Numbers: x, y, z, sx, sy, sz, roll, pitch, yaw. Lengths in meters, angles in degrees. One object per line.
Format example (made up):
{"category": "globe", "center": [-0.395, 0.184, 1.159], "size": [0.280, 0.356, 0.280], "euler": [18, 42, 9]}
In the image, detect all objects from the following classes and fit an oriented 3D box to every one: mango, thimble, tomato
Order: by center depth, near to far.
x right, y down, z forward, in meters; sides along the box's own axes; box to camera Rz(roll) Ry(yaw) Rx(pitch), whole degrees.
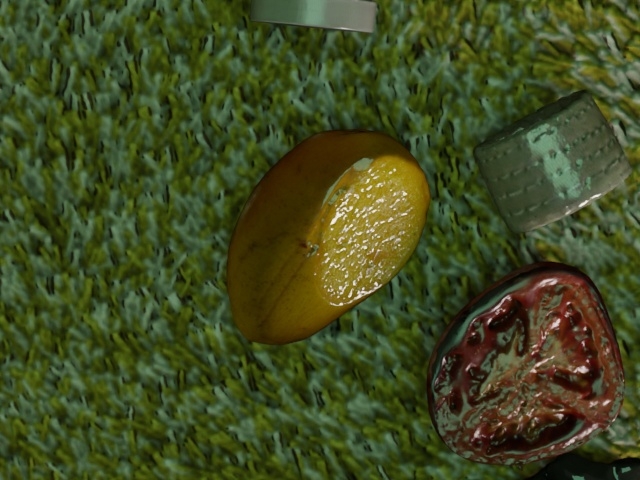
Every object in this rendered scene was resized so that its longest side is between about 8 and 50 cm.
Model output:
{"category": "thimble", "center": [0.199, -0.066, 1.450], "size": [0.115, 0.102, 0.090], "euler": [-26, 97, 33]}
{"category": "mango", "center": [-0.002, -0.002, 1.462], "size": [0.141, 0.102, 0.217], "euler": [30, 99, -26]}
{"category": "tomato", "center": [0.169, 0.106, 1.477], "size": [0.174, 0.082, 0.166], "euler": [-21, 102, -2]}

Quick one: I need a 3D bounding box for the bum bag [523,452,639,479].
{"category": "bum bag", "center": [0.172, 0.312, 1.502], "size": [0.142, 0.079, 0.326], "euler": [40, 95, -7]}

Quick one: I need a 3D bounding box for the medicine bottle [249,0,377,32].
{"category": "medicine bottle", "center": [0.005, -0.303, 1.409], "size": [0.131, 0.131, 0.250], "euler": [6, 96, 0]}
